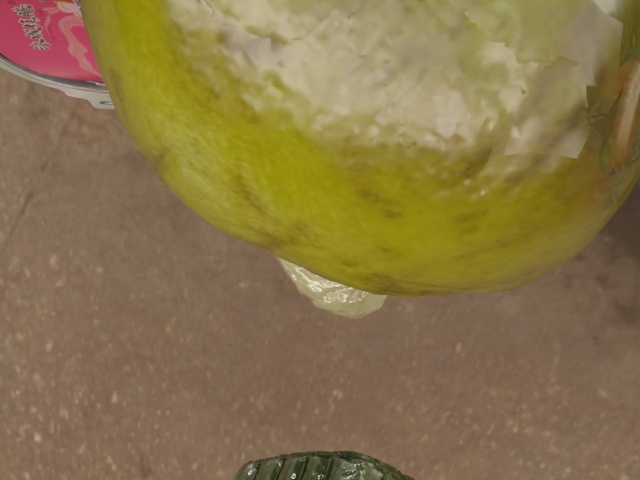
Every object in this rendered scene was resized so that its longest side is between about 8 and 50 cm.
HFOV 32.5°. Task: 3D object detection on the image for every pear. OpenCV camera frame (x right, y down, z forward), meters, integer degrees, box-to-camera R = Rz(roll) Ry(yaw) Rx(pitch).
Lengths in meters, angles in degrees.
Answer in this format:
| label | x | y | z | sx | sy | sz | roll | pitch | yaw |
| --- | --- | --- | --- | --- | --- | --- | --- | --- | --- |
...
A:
| label | x | y | z | sx | sy | sz | roll | pitch | yaw |
| --- | --- | --- | --- | --- | --- | --- | --- | --- | --- |
| pear | 0.033 | -0.111 | 0.488 | 0.269 | 0.321 | 0.269 | -18 | 38 | 15 |

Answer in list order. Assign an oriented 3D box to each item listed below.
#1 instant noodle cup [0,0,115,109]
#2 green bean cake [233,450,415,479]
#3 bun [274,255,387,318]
| label | x | y | z | sx | sy | sz | roll | pitch | yaw |
| --- | --- | --- | --- | --- | --- | --- | --- | --- | --- |
| instant noodle cup | -0.135 | -0.239 | 0.797 | 0.258 | 0.302 | 0.181 | 4 | 70 | -28 |
| green bean cake | 0.019 | 0.259 | 1.004 | 0.181 | 0.173 | 0.094 | 36 | 55 | -35 |
| bun | 0.000 | 0.000 | 1.160 | 0.188 | 0.111 | 0.164 | 49 | 26 | 1 |
